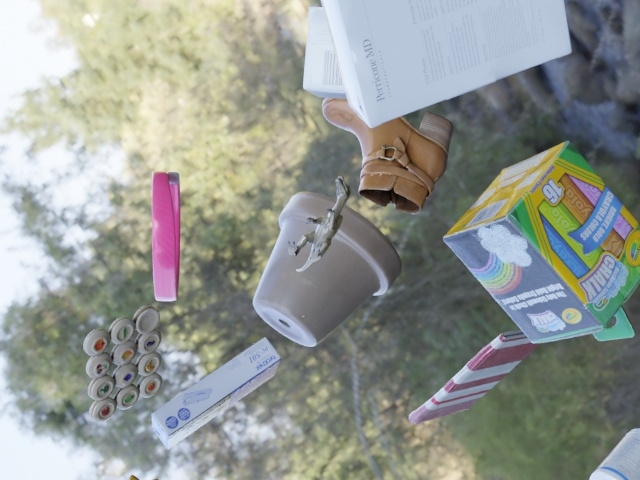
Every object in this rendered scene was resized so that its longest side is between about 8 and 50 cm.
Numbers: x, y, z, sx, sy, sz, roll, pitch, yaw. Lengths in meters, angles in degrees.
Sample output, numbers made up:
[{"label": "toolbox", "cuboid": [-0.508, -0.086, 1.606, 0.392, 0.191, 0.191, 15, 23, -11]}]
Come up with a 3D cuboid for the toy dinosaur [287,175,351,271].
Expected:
[{"label": "toy dinosaur", "cuboid": [0.000, 0.000, 1.582, 0.053, 0.183, 0.092, 37, -146, 15]}]

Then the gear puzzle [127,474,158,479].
[{"label": "gear puzzle", "cuboid": [-0.124, 0.396, 1.213, 0.339, 0.175, 0.044, 51, 179, -4]}]

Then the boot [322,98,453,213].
[{"label": "boot", "cuboid": [0.109, -0.172, 2.243, 0.283, 0.220, 0.109, 19, 150, 7]}]

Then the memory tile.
[{"label": "memory tile", "cuboid": [-0.252, 0.160, 1.459, 0.012, 0.113, 0.148, 32, 133, 37]}]

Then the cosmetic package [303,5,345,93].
[{"label": "cosmetic package", "cuboid": [0.059, -0.341, 2.083, 0.183, 0.151, 0.152, -22, -64, -82]}]

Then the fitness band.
[{"label": "fitness band", "cuboid": [-0.297, -0.007, 2.188, 0.291, 0.054, 0.209, 98, 169, -57]}]

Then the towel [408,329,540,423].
[{"label": "towel", "cuboid": [0.370, 0.305, 2.615, 0.237, 0.329, 0.037, -4, -127, -51]}]

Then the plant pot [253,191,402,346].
[{"label": "plant pot", "cuboid": [-0.009, 0.073, 2.185, 0.263, 0.229, 0.263, 31, 161, 12]}]

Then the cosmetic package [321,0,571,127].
[{"label": "cosmetic package", "cuboid": [0.132, -0.361, 1.364, 0.097, 0.284, 0.377, -128, 19, -59]}]

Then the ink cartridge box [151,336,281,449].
[{"label": "ink cartridge box", "cuboid": [-0.158, 0.232, 1.718, 0.046, 0.207, 0.097, 52, 161, 13]}]

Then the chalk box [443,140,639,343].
[{"label": "chalk box", "cuboid": [0.366, 0.030, 1.695, 0.289, 0.179, 0.180, 48, 153, -10]}]

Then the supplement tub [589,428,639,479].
[{"label": "supplement tub", "cuboid": [0.436, 0.324, 1.597, 0.071, 0.107, 0.071, 32, 142, 29]}]
